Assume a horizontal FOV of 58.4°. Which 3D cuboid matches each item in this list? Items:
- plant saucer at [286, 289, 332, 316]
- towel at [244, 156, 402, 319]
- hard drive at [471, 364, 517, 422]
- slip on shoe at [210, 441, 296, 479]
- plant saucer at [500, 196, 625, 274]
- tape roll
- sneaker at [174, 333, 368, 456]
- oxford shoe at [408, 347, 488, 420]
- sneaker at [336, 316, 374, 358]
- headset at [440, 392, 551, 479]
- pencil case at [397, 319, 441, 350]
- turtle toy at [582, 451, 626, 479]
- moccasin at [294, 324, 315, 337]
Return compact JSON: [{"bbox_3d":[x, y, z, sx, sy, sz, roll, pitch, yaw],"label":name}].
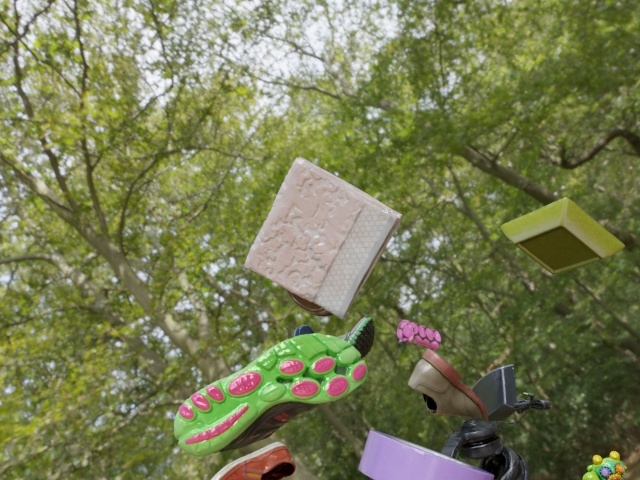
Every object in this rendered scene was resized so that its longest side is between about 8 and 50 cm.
[{"bbox_3d":[-0.035,0.141,2.082,0.050,0.310,0.310,-26,-35,-46],"label":"plant saucer"},{"bbox_3d":[0.000,0.000,1.495,0.332,0.317,0.053,-62,-6,14],"label":"towel"},{"bbox_3d":[0.592,0.540,1.969,0.054,0.172,0.255,12,-34,-6],"label":"hard drive"},{"bbox_3d":[-0.208,0.696,1.652,0.331,0.101,0.123,-15,-55,-40],"label":"slip on shoe"},{"bbox_3d":[0.522,0.007,1.253,0.188,0.188,0.045,-32,27,56],"label":"plant saucer"},{"bbox_3d":[0.224,0.496,1.228,0.275,0.275,0.090,43,-117,-60],"label":"tape roll"},{"bbox_3d":[-0.117,0.371,1.398,0.483,0.185,0.202,-18,-22,-13],"label":"sneaker"},{"bbox_3d":[0.353,0.441,1.609,0.130,0.123,0.348,-47,-60,-7],"label":"oxford shoe"},{"bbox_3d":[0.086,0.405,2.217,0.343,0.146,0.134,-39,-48,-32],"label":"sneaker"},{"bbox_3d":[0.476,0.572,1.531,0.394,0.243,0.185,-42,8,-36],"label":"headset"},{"bbox_3d":[0.406,0.393,2.331,0.209,0.098,0.095,20,-78,-37],"label":"pencil case"},{"bbox_3d":[0.803,0.659,1.617,0.130,0.066,0.095,-14,-63,2],"label":"turtle toy"},{"bbox_3d":[-0.009,0.528,2.518,0.137,0.342,0.117,-18,-12,-28],"label":"moccasin"}]
